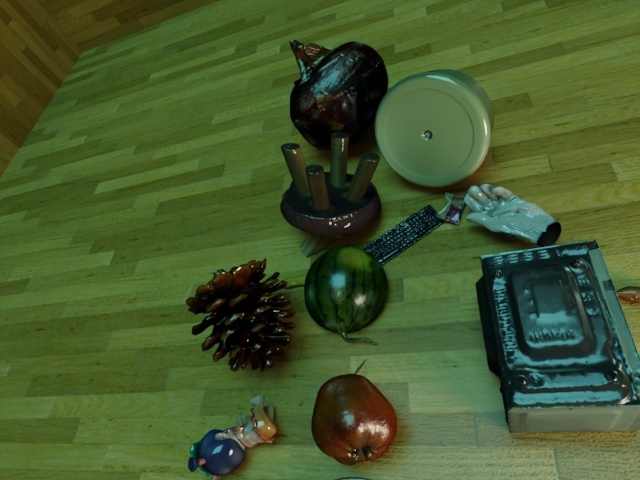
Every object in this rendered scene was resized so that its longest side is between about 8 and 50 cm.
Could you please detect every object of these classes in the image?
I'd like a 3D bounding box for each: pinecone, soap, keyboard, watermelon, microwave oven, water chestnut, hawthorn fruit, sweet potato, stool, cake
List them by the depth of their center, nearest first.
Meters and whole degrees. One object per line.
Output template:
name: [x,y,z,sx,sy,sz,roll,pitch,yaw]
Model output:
microwave oven: [0.416,0.170,0.791,0.238,0.181,0.295,-9,53,18]
sweet potato: [0.611,0.104,0.845,0.095,0.034,0.034,6,58,16]
hawthorn fruit: [0.058,0.327,0.874,0.163,0.162,0.203,-26,35,6]
pinecone: [-0.177,0.183,1.025,0.264,0.264,0.264,-13,52,17]
watermelon: [0.049,0.110,1.045,0.204,0.127,0.232,4,64,24]
keyboard: [0.204,-0.009,1.126,0.231,0.023,0.072,-34,51,-1]
stool: [0.025,-0.153,1.158,0.272,0.178,0.272,-2,35,1]
soap: [-0.060,0.108,1.170,0.089,0.012,0.034,-10,53,19]
cake: [0.000,0.000,1.212,0.121,0.065,0.052,-47,46,18]
water chestnut: [0.032,-0.462,1.337,0.335,0.347,0.335,-45,10,10]

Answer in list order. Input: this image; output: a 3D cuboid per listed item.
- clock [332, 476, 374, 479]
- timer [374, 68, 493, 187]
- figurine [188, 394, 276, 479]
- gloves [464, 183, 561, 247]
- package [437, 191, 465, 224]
clock: [0.054,0.570,0.734,0.319,0.080,0.318,-12,53,17]
timer: [0.339,-0.336,1.180,0.291,0.290,0.315,11,38,31]
figurine: [-0.185,0.423,0.934,0.195,0.111,0.102,-35,29,-1]
gloves: [0.425,-0.055,1.008,0.119,0.097,0.229,-39,54,-12]
package: [0.332,-0.082,1.112,0.059,0.029,0.083,21,67,10]
